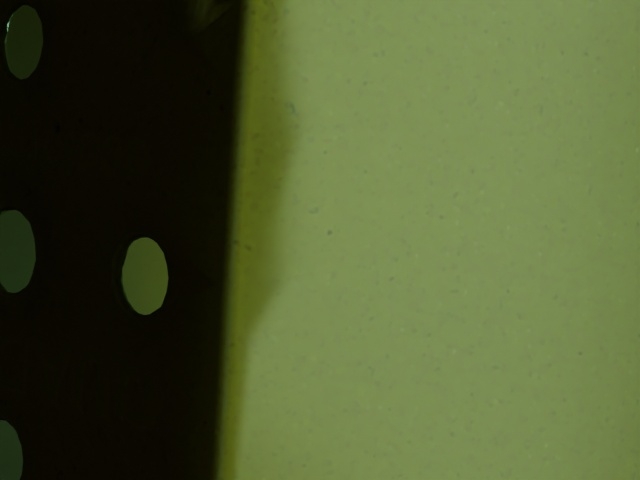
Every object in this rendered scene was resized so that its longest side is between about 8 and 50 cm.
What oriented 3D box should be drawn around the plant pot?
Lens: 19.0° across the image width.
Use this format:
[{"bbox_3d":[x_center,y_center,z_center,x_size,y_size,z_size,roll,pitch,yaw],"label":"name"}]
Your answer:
[{"bbox_3d":[0.000,0.000,0.467,0.187,0.212,0.212,0,96,-44],"label":"plant pot"}]
